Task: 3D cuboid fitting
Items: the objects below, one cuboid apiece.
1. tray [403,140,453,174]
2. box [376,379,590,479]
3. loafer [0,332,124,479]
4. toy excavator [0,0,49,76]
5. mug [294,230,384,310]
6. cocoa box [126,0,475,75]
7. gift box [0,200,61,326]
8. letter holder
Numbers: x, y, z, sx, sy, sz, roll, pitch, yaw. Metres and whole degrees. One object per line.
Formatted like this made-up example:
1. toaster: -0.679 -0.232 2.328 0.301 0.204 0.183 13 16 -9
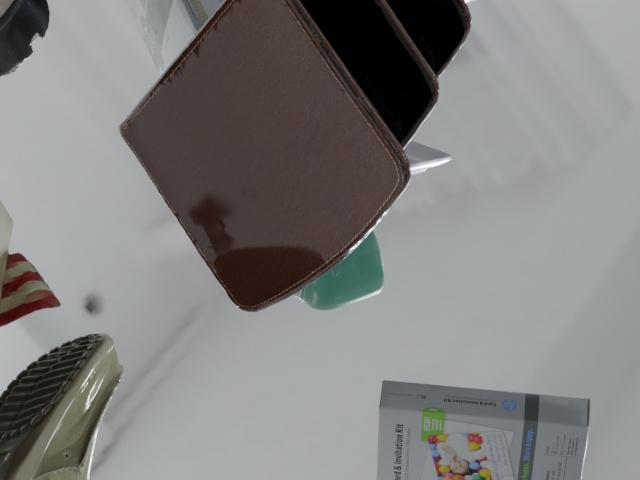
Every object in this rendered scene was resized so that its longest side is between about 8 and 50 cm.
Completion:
1. tray: 0.045 -0.105 2.330 0.145 0.030 0.270 21 -160 31
2. box: 0.144 0.194 1.623 0.186 0.145 0.038 6 -137 6
3. loafer: -0.241 0.195 1.551 0.102 0.092 0.268 -12 -142 40
4. toy excavator: -0.199 -0.350 1.382 0.433 0.222 0.445 27 -103 27
5. mug: 0.000 0.007 2.159 0.097 0.158 0.129 -20 165 -17
6. cocoa box: -0.016 -0.306 1.727 0.347 0.228 0.231 -24 171 -14
7. gift box: -0.339 0.056 1.221 0.276 0.258 0.255 6 -112 9
8. letter holder: -0.001 -0.095 1.464 0.152 0.214 0.302 -29 173 -35
